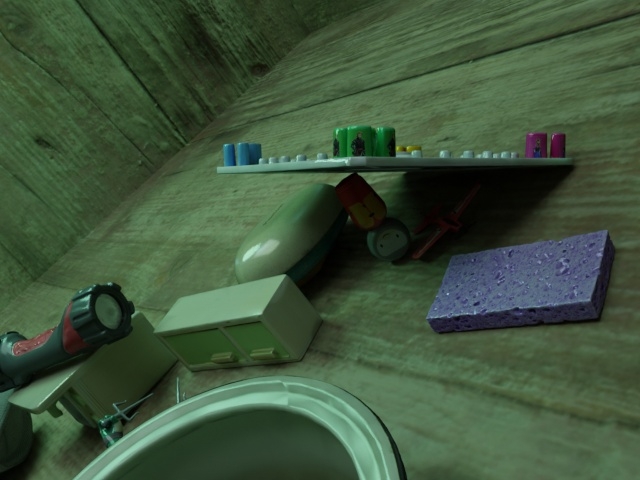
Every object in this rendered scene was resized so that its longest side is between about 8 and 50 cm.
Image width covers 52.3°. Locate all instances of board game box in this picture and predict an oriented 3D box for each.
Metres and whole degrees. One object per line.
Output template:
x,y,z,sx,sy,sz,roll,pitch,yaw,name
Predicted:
0.097,-0.130,0.981,0.390,0.050,0.390,-4,6,-32,board game box

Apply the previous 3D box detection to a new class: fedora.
-0.616,0.359,1.199,0.124,0.243,0.275,-7,16,-3,fedora

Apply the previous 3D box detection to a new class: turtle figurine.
-0.229,0.285,0.873,0.175,0.118,0.234,-23,14,25,turtle figurine

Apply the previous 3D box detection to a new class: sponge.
0.233,0.052,0.776,0.210,0.031,0.117,-12,33,43,sponge

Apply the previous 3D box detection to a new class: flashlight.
-0.455,0.161,1.101,0.304,0.103,0.103,-21,25,25,flashlight

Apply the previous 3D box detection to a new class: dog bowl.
-0.092,0.311,0.546,0.408,0.150,0.408,-22,25,11,dog bowl

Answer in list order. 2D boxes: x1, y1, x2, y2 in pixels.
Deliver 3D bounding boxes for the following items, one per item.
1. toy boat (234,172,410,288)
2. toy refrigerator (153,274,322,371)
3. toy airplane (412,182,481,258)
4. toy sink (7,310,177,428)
0.000,0.000,1.084,0.318,0.148,0.267,-21,22,47,toy boat
-0.139,0.140,1.036,0.269,0.102,0.094,-14,32,40,toy refrigerator
0.182,-0.027,0.993,0.151,0.028,0.151,-36,27,22,toy airplane
-0.397,0.249,1.155,0.153,0.131,0.234,-8,32,48,toy sink
